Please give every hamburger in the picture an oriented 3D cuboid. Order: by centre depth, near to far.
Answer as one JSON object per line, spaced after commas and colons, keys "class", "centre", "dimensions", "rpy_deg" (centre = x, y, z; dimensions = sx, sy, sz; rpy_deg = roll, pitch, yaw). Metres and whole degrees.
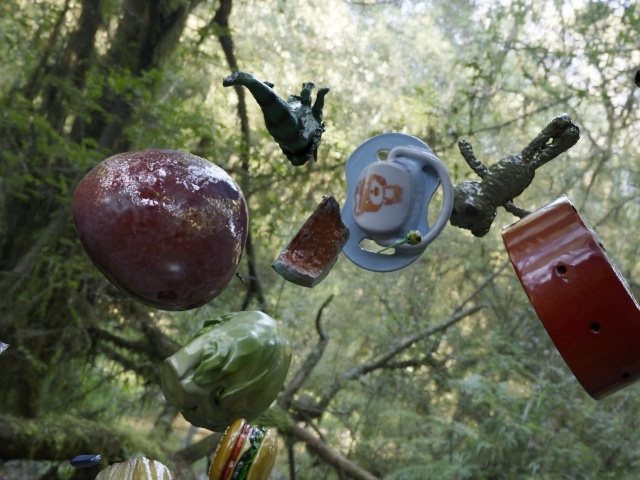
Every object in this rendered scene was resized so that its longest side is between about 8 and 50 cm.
{"class": "hamburger", "centre": [-0.151, 0.431, 1.334], "dimensions": [0.115, 0.162, 0.162], "rpy_deg": [21, -4, 3]}

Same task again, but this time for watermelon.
{"class": "watermelon", "centre": [-0.007, 0.008, 1.181], "dimensions": [0.097, 0.158, 0.121], "rpy_deg": [33, -5, -4]}

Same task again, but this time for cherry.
{"class": "cherry", "centre": [-0.212, -0.017, 0.996], "dimensions": [0.285, 0.213, 0.236], "rpy_deg": [36, 18, -26]}

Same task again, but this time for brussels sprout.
{"class": "brussels sprout", "centre": [-0.218, 0.312, 1.652], "dimensions": [0.247, 0.328, 0.328], "rpy_deg": [34, 7, 38]}

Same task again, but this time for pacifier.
{"class": "pacifier", "centre": [0.154, -0.069, 1.379], "dimensions": [0.227, 0.279, 0.207], "rpy_deg": [11, -3, 15]}

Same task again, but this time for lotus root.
{"class": "lotus root", "centre": [-0.251, 0.370, 0.933], "dimensions": [0.159, 0.135, 0.095], "rpy_deg": [-25, -53, 16]}

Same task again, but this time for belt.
{"class": "belt", "centre": [0.350, 0.059, 0.931], "dimensions": [0.227, 0.115, 0.324], "rpy_deg": [50, 20, -25]}

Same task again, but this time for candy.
{"class": "candy", "centre": [0.122, 0.006, 1.061], "dimensions": [0.083, 0.023, 0.025], "rpy_deg": [-27, -8, 38]}

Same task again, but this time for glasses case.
{"class": "glasses case", "centre": [-0.564, 0.533, 1.651], "dimensions": [0.083, 0.023, 0.033], "rpy_deg": [-13, 5, 30]}

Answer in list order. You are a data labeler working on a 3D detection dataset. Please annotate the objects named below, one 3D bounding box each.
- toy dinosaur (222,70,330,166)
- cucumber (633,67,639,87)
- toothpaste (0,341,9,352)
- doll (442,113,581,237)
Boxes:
{"class": "toy dinosaur", "centre": [-0.045, -0.196, 1.001], "dimensions": [0.079, 0.120, 0.292], "rpy_deg": [10, -17, 20]}
{"class": "cucumber", "centre": [0.543, -0.207, 1.011], "dimensions": [0.058, 0.058, 0.187], "rpy_deg": [21, 27, -38]}
{"class": "toothpaste", "centre": [-0.540, 0.157, 1.071], "dimensions": [0.169, 0.045, 0.028], "rpy_deg": [12, -49, 42]}
{"class": "doll", "centre": [0.377, -0.119, 1.349], "dimensions": [0.285, 0.203, 0.091], "rpy_deg": [-14, 16, 20]}
